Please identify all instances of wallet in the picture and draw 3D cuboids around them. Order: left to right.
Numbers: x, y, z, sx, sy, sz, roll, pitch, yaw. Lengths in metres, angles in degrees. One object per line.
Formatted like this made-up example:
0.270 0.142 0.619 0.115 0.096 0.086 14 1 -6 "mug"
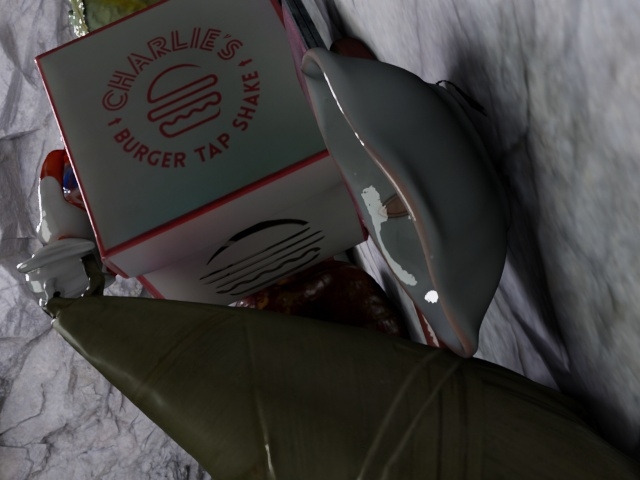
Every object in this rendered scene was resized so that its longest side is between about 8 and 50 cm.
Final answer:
0.009 -0.127 0.761 0.119 0.025 0.232 75 175 -51 "wallet"

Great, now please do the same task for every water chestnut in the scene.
-0.002 0.168 1.215 0.244 0.289 0.289 -91 -14 -47 "water chestnut"

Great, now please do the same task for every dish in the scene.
0.069 -0.039 0.535 0.229 0.081 0.229 62 177 5 "dish"

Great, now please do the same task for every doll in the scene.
-0.313 -0.022 1.074 0.384 0.099 0.188 -108 -7 -64 "doll"

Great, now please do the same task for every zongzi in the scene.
0.028 0.157 0.665 0.418 0.181 0.447 26 170 5 "zongzi"

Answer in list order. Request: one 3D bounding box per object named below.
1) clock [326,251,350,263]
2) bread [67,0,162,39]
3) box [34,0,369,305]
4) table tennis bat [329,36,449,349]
0.000 0.000 1.523 0.318 0.080 0.318 63 179 3 "clock"
-0.237 -0.390 1.180 0.395 0.264 0.239 95 157 -51 "bread"
-0.139 -0.112 1.090 0.300 0.314 0.312 69 175 -65 "box"
0.074 -0.040 0.767 0.200 0.038 0.310 -135 25 -80 "table tennis bat"
